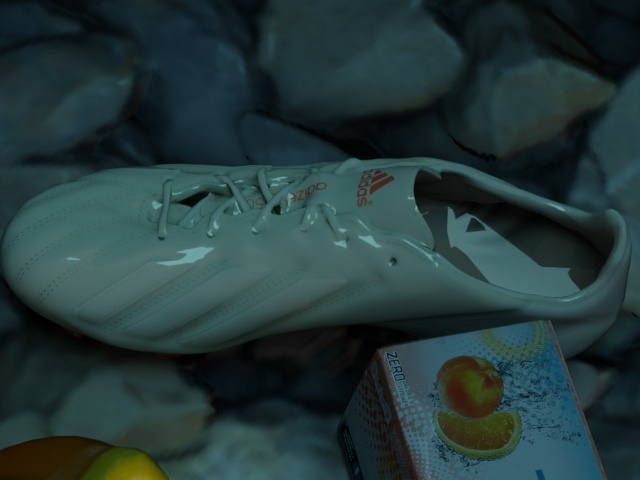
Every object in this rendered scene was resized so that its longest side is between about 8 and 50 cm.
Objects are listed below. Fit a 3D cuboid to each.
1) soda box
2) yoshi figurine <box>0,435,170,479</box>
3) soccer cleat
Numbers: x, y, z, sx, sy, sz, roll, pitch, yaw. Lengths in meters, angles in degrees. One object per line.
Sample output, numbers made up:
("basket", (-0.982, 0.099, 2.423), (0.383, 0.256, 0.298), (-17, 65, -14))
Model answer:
("soda box", (0.060, 0.118, 0.542), (0.058, 0.063, 0.183), (-8, 63, -17))
("yoshi figurine", (-0.202, 0.145, 0.361), (0.362, 0.203, 0.203), (-9, 61, 15))
("soccer cleat", (0.000, 0.000, 0.590), (0.196, 0.076, 0.068), (6, 60, -7))
